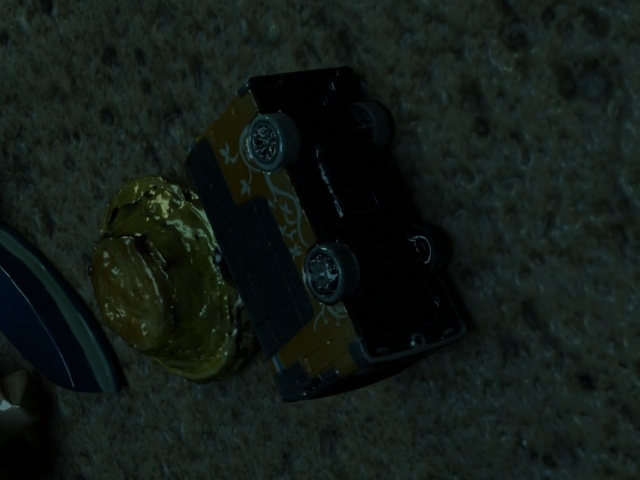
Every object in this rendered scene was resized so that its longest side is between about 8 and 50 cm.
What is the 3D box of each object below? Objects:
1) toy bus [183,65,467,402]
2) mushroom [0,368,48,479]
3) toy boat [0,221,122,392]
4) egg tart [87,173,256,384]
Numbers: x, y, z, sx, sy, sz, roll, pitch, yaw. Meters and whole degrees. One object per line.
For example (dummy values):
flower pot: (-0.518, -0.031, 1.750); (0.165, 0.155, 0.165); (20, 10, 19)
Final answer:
toy bus: (0.000, 0.000, 1.325); (0.167, 0.138, 0.275); (-40, 69, 47)
mushroom: (-0.432, 0.240, 1.837); (0.204, 0.204, 0.204); (15, 111, 44)
toy boat: (-0.339, 0.090, 1.770); (0.299, 0.062, 0.096); (43, 128, 31)
egg tart: (-0.164, 0.045, 1.542); (0.241, 0.106, 0.241); (18, 116, 40)
